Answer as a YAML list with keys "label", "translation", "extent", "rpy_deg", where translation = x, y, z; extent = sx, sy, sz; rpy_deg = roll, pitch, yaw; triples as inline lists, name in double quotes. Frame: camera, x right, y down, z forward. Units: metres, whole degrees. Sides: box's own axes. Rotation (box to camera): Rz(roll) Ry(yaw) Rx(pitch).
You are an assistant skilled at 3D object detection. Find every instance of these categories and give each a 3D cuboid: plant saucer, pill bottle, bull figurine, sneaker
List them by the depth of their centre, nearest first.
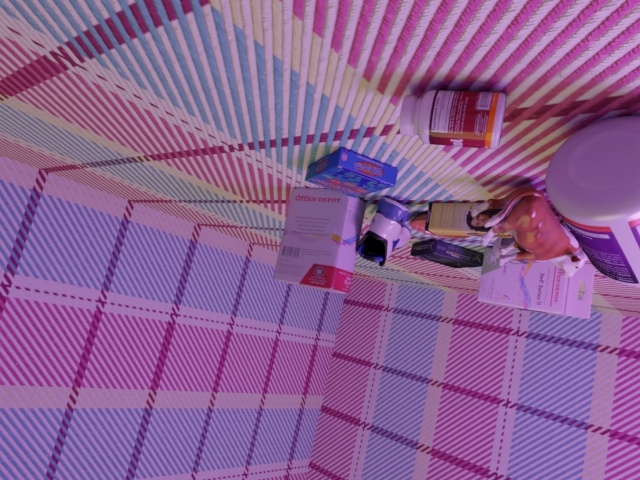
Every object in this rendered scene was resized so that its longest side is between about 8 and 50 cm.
- label: "pill bottle"
  translation: [0.206, -0.192, 0.736]
  extent: [0.152, 0.086, 0.086]
  rpy_deg: [10, 170, 21]
- label: "pill bottle"
  translation: [0.511, -0.041, 0.768]
  extent: [0.182, 0.181, 0.323]
  rpy_deg: [3, 154, 47]
- label: "bull figurine"
  translation: [0.498, -0.010, 1.112]
  extent: [0.188, 0.101, 0.310]
  rpy_deg: [-22, 129, 33]
- label: "pill bottle"
  translation: [0.598, 0.016, 1.389]
  extent: [0.108, 0.107, 0.180]
  rpy_deg: [15, 171, -11]
- label: "sneaker"
  translation: [0.192, -0.007, 1.496]
  extent: [0.127, 0.182, 0.315]
  rpy_deg: [32, 173, 17]
- label: "plant saucer"
  translation: [0.388, -0.049, 1.504]
  extent: [0.200, 0.037, 0.200]
  rpy_deg: [12, 170, 2]

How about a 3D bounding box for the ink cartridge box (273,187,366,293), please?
- label: "ink cartridge box"
  translation: [0.000, 0.000, 1.485]
  extent: [0.226, 0.306, 0.131]
  rpy_deg: [7, 169, 33]

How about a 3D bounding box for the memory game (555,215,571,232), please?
- label: "memory game"
  translation: [0.594, -0.043, 1.200]
  extent: [0.186, 0.012, 0.186]
  rpy_deg: [22, -178, -1]

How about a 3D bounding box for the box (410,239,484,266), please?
- label: "box"
  translation: [0.514, 0.059, 1.914]
  extent: [0.233, 0.059, 0.183]
  rpy_deg: [15, 169, -17]

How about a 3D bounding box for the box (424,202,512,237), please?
- label: "box"
  translation: [0.405, -0.058, 1.284]
  extent: [0.232, 0.087, 0.058]
  rpy_deg: [2, 168, 43]

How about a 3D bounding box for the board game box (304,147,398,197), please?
- label: "board game box"
  translation: [0.073, -0.166, 1.194]
  extent: [0.160, 0.047, 0.210]
  rpy_deg: [16, 171, -21]

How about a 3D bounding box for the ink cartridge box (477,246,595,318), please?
- label: "ink cartridge box"
  translation: [0.758, 0.147, 1.653]
  extent: [0.354, 0.207, 0.119]
  rpy_deg: [6, 170, 32]
